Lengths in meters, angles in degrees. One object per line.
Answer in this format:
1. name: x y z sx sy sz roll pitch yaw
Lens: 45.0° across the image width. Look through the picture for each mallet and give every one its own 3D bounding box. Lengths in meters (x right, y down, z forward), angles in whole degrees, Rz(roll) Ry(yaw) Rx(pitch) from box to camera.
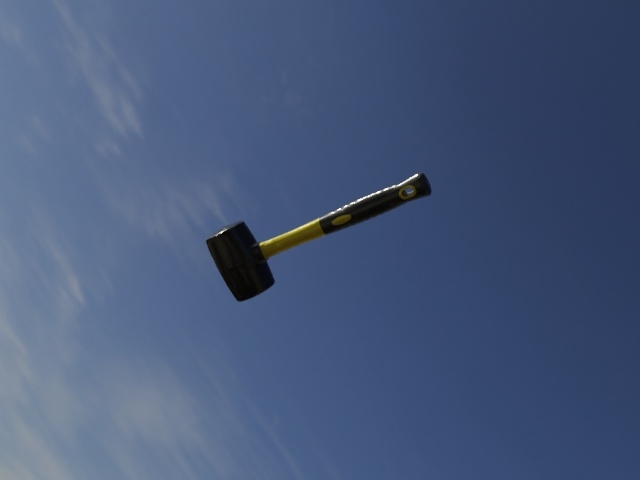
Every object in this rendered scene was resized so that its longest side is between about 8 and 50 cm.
1. mallet: 0.000 0.000 0.596 0.190 0.039 0.062 -15 -78 24
